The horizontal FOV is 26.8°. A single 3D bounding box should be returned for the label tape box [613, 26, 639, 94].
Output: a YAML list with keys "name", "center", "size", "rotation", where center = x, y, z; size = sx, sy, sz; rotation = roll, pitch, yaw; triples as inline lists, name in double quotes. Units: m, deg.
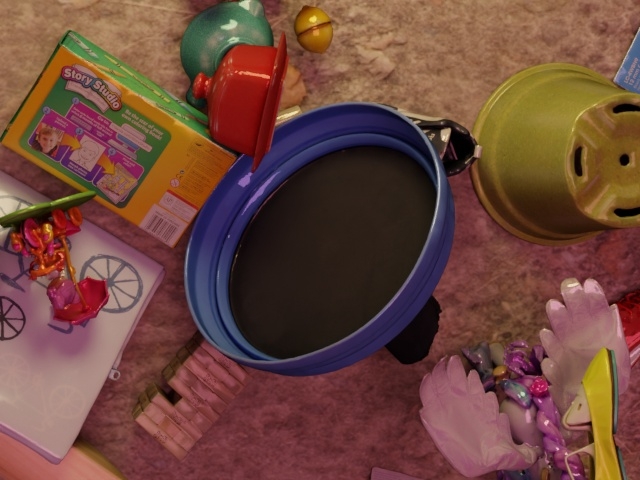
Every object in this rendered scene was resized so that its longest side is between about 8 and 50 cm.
- name: "label tape box"
  center: [0.650, -0.264, 2.003]
  size: [0.347, 0.115, 0.249]
  rotation: [27, 89, -15]

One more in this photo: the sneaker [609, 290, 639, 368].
- name: "sneaker"
  center: [0.449, 0.107, 2.010]
  size: [0.128, 0.087, 0.221]
  rotation: [40, 85, -14]

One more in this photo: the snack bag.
- name: "snack bag"
  center: [-0.401, 0.091, 1.769]
  size: [0.323, 0.037, 0.342]
  rotation: [31, 56, -14]

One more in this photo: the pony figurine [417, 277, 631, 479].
- name: "pony figurine"
  center: [0.292, 0.249, 1.847]
  size: [0.303, 0.363, 0.351]
  rotation: [-28, 100, -7]

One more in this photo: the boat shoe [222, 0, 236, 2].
- name: "boat shoe"
  center: [-0.116, -0.351, 1.867]
  size: [0.137, 0.049, 0.043]
  rotation: [-9, 99, -16]

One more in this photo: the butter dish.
- name: "butter dish"
  center: [-0.110, -0.192, 1.771]
  size: [0.118, 0.160, 0.160]
  rotation: [11, 118, -3]

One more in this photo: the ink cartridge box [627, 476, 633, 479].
- name: "ink cartridge box"
  center: [0.422, 0.478, 2.035]
  size: [0.160, 0.092, 0.219]
  rotation: [-20, 99, -10]

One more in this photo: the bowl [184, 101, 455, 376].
- name: "bowl"
  center: [0.000, 0.000, 1.763]
  size: [0.391, 0.391, 0.077]
  rotation: [-51, 135, -3]

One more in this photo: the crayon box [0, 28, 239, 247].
- name: "crayon box"
  center: [-0.266, -0.135, 1.809]
  size: [0.278, 0.081, 0.165]
  rotation: [33, 110, -12]

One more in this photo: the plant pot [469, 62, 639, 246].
- name: "plant pot"
  center: [0.379, -0.115, 1.887]
  size: [0.276, 0.254, 0.276]
  rotation: [-1, 96, -12]

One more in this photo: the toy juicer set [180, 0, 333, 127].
- name: "toy juicer set"
  center: [-0.091, -0.263, 1.865]
  size: [0.209, 0.089, 0.329]
  rotation: [-5, 122, -20]

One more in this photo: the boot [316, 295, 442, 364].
- name: "boot"
  center: [0.087, 0.109, 1.844]
  size: [0.094, 0.246, 0.207]
  rotation: [-22, 128, 26]

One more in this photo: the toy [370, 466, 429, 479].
- name: "toy"
  center: [0.120, 0.464, 1.966]
  size: [0.137, 0.056, 0.237]
  rotation: [16, 57, -12]

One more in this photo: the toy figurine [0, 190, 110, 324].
- name: "toy figurine"
  center: [-0.334, 0.032, 1.733]
  size: [0.130, 0.173, 0.159]
  rotation: [-20, 90, 15]

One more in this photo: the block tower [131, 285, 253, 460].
- name: "block tower"
  center: [-0.122, 0.145, 1.889]
  size: [0.097, 0.091, 0.335]
  rotation: [44, 85, -13]

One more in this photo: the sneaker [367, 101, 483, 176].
- name: "sneaker"
  center: [0.120, -0.139, 1.881]
  size: [0.235, 0.153, 0.094]
  rotation: [15, 91, -13]

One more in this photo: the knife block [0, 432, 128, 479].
- name: "knife block"
  center: [-0.411, 0.255, 1.757]
  size: [0.088, 0.275, 0.242]
  rotation: [-54, 144, -2]

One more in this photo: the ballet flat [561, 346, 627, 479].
- name: "ballet flat"
  center: [0.341, 0.250, 1.678]
  size: [0.077, 0.077, 0.231]
  rotation: [-5, 81, 5]
